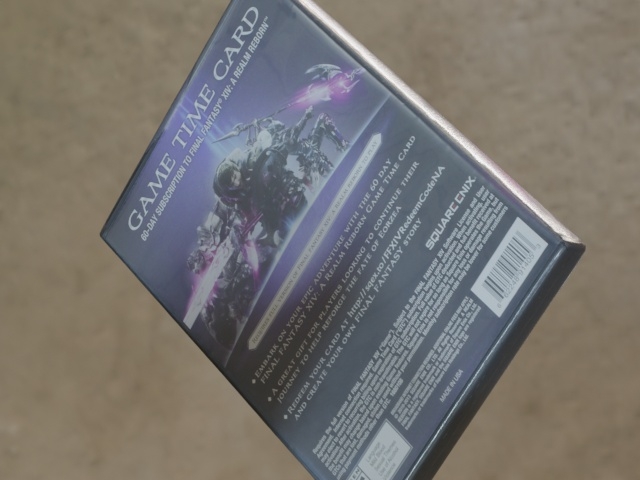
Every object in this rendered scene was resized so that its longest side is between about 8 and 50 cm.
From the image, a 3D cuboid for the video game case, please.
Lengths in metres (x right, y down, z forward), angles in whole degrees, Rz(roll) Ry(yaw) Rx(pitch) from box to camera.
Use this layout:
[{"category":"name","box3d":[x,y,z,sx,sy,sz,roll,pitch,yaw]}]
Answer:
[{"category":"video game case","box3d":[0.000,0.000,1.095,0.274,0.026,0.196,46,114,35]}]
